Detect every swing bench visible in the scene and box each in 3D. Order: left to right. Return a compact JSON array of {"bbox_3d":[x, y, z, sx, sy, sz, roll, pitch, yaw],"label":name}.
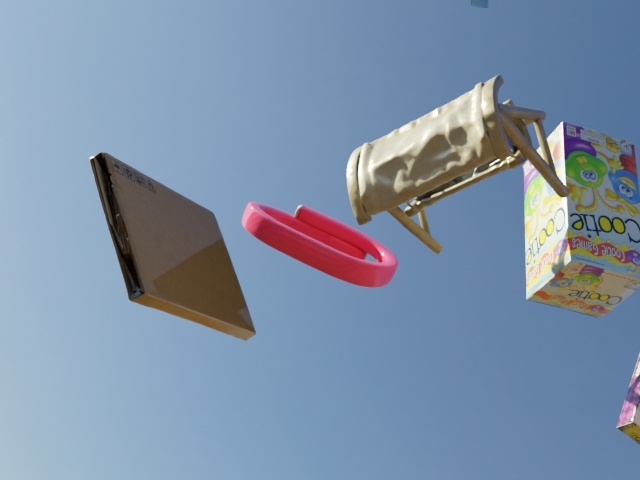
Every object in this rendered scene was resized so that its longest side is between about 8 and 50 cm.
[{"bbox_3d":[0.205,-0.119,1.361,0.253,0.165,0.254,-24,-25,29],"label":"swing bench"}]

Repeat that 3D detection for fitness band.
[{"bbox_3d":[0.000,0.000,1.581,0.290,0.209,0.054,25,-77,9],"label":"fitness band"}]

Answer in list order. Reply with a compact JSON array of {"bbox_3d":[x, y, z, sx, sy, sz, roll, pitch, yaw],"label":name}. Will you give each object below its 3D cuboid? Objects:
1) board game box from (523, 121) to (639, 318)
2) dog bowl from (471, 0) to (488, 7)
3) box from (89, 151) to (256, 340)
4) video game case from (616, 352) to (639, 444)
[{"bbox_3d":[0.435,-0.035,1.476,0.144,0.275,0.142,14,-33,-12],"label":"board game box"},{"bbox_3d":[0.105,-0.354,1.106,0.166,0.297,0.074,29,-67,35],"label":"dog bowl"},{"bbox_3d":[-0.147,0.011,0.907,0.201,0.021,0.164,33,31,-59],"label":"box"},{"bbox_3d":[0.547,0.230,1.283,0.210,0.232,0.042,37,-33,-7],"label":"video game case"}]
